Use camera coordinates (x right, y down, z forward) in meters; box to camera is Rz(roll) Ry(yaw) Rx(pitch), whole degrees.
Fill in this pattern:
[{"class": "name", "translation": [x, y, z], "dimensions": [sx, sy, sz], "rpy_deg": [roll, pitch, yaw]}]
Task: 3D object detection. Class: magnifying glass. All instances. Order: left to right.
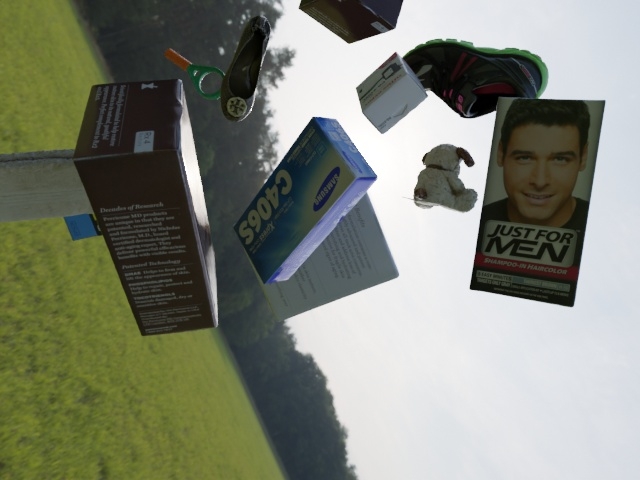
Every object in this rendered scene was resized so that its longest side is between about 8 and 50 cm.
[{"class": "magnifying glass", "translation": [-0.369, -0.497, 1.524], "dimensions": [0.231, 0.092, 0.026], "rpy_deg": [37, 0, 12]}]

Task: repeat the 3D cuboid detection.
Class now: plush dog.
[{"class": "plush dog", "translation": [0.416, -0.233, 1.814], "dimensions": [0.263, 0.211, 0.225], "rpy_deg": [11, -97, 48]}]

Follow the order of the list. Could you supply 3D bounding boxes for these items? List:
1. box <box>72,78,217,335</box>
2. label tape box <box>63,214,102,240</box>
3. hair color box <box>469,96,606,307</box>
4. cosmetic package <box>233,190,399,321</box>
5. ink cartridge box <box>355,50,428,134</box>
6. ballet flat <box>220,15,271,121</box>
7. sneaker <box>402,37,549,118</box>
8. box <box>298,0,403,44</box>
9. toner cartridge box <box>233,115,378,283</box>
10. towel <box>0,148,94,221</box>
[{"class": "box", "translation": [-0.254, -0.035, 0.819], "dimensions": [0.191, 0.143, 0.381], "rpy_deg": [-104, -167, -45]}, {"class": "label tape box", "translation": [-0.567, -0.155, 1.470], "dimensions": [0.106, 0.334, 0.240], "rpy_deg": [-103, -179, -66]}, {"class": "hair color box", "translation": [0.412, -0.074, 0.992], "dimensions": [0.114, 0.186, 0.374], "rpy_deg": [9, 90, -66]}, {"class": "cosmetic package", "translation": [0.000, 0.000, 1.616], "dimensions": [0.327, 0.394, 0.329], "rpy_deg": [-66, 135, -79]}, {"class": "ink cartridge box", "translation": [0.207, -0.446, 1.551], "dimensions": [0.100, 0.172, 0.237], "rpy_deg": [41, 24, -25]}, {"class": "ballet flat", "translation": [-0.170, -0.399, 1.199], "dimensions": [0.058, 0.084, 0.249], "rpy_deg": [29, -80, 67]}, {"class": "sneaker", "translation": [0.434, -0.490, 1.591], "dimensions": [0.483, 0.202, 0.185], "rpy_deg": [13, -24, 30]}, {"class": "box", "translation": [0.085, -0.589, 1.162], "dimensions": [0.167, 0.169, 0.203], "rpy_deg": [11, -99, 53]}, {"class": "toner cartridge box", "translation": [-0.045, -0.074, 1.081], "dimensions": [0.348, 0.075, 0.165], "rpy_deg": [-49, -116, 35]}, {"class": "towel", "translation": [-0.532, -0.114, 1.040], "dimensions": [0.049, 0.282, 0.187], "rpy_deg": [69, -28, 26]}]
